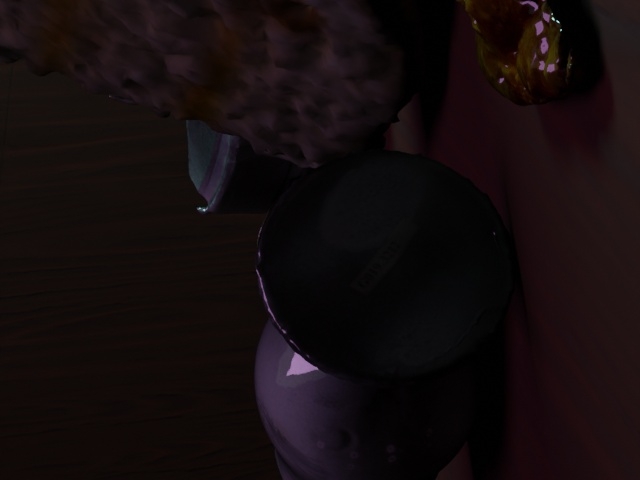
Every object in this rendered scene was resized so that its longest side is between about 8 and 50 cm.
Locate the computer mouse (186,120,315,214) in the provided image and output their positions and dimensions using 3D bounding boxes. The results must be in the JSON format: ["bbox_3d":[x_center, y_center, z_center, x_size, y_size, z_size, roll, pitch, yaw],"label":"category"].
[{"bbox_3d":[-0.020,-0.080,1.016,0.071,0.126,0.231,58,158,31],"label":"computer mouse"}]

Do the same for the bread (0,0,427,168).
[{"bbox_3d":[-0.101,-0.232,0.732,0.239,0.395,0.264,-46,21,62],"label":"bread"}]

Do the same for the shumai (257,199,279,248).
[{"bbox_3d":[0.000,0.000,1.036,0.083,0.080,0.082,91,171,-51],"label":"shumai"}]

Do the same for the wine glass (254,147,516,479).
[{"bbox_3d":[0.020,0.049,0.634,0.202,0.093,0.093,97,167,-65],"label":"wine glass"}]

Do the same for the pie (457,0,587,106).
[{"bbox_3d":[0.045,-0.101,0.478,0.088,0.033,0.191,82,-179,-58],"label":"pie"}]
